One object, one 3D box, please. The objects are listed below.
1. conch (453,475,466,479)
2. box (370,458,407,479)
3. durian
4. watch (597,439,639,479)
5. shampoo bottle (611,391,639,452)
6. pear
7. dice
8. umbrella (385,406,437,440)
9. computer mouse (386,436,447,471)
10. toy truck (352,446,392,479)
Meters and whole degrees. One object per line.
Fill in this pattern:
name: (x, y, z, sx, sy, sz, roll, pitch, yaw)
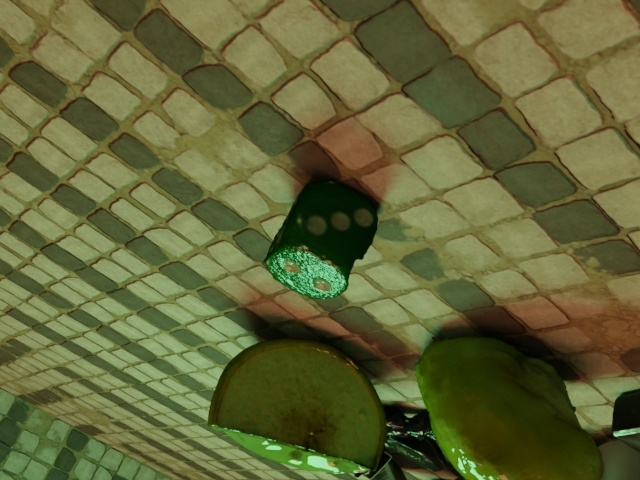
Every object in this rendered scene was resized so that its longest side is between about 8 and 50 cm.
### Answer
conch: (0.393, 0.642, 1.635, 0.297, 0.210, 0.352, 18, -174, 43)
box: (0.195, 0.650, 1.758, 0.067, 0.233, 0.149, -36, 130, 6)
durian: (0.301, 0.289, 1.143, 0.256, 0.339, 0.204, -5, 125, -2)
watch: (0.597, 0.498, 1.341, 0.217, 0.211, 0.248, -10, 128, 27)
shampoo bottle: (0.611, 0.345, 1.191, 0.246, 0.079, 0.080, 32, 147, -16)
pear: (-0.045, 0.341, 1.447, 0.342, 0.238, 0.318, 16, 160, -2)
dice: (0.000, 0.000, 0.993, 0.120, 0.128, 0.131, 29, 149, -8)
umbrella: (0.191, 0.403, 1.536, 0.224, 0.071, 0.080, -9, 152, 29)
computer mouse: (0.212, 0.466, 1.618, 0.192, 0.062, 0.106, 26, 155, 26)
toy truck: (0.050, 0.459, 1.653, 0.242, 0.101, 0.125, 39, -173, -23)
